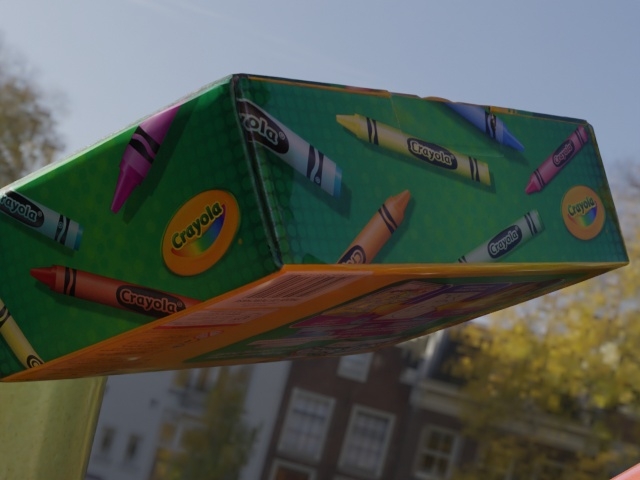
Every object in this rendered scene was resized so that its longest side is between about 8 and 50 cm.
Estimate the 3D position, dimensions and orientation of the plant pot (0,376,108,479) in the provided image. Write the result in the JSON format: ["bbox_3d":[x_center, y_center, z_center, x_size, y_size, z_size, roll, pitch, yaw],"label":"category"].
[{"bbox_3d":[-0.271,0.122,0.978,0.333,0.305,0.334,21,6,-2],"label":"plant pot"}]

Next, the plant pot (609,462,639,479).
[{"bbox_3d":[0.166,0.155,0.434,0.243,0.275,0.275,-5,3,-39],"label":"plant pot"}]

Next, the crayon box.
[{"bbox_3d":[0.000,0.000,0.717,0.165,0.081,0.278,-22,-13,36],"label":"crayon box"}]
